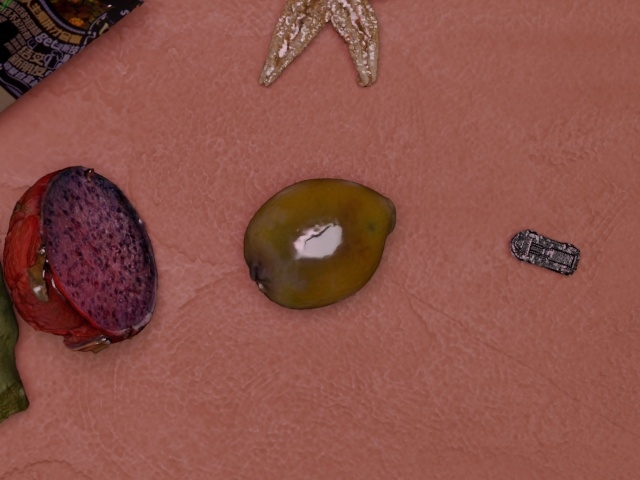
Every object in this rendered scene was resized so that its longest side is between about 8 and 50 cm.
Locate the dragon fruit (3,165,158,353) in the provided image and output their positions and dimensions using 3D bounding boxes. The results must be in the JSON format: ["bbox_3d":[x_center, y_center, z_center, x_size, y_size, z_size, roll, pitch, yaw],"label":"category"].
[{"bbox_3d":[-0.309,0.035,1.736,0.148,0.218,0.224,-19,47,25],"label":"dragon fruit"}]

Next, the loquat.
[{"bbox_3d":[0.000,0.000,1.775,0.195,0.152,0.152,-28,92,-13],"label":"loquat"}]

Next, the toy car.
[{"bbox_3d":[0.280,0.014,1.856,0.093,0.025,0.041,19,86,-8],"label":"toy car"}]

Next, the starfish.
[{"bbox_3d":[-0.005,-0.295,1.821,0.295,0.048,0.231,10,89,-4],"label":"starfish"}]

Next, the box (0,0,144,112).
[{"bbox_3d":[-0.382,-0.257,1.680,0.310,0.084,0.198,-36,137,9],"label":"box"}]

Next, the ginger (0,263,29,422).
[{"bbox_3d":[-0.431,0.094,1.759,0.137,0.089,0.290,-7,92,3],"label":"ginger"}]
